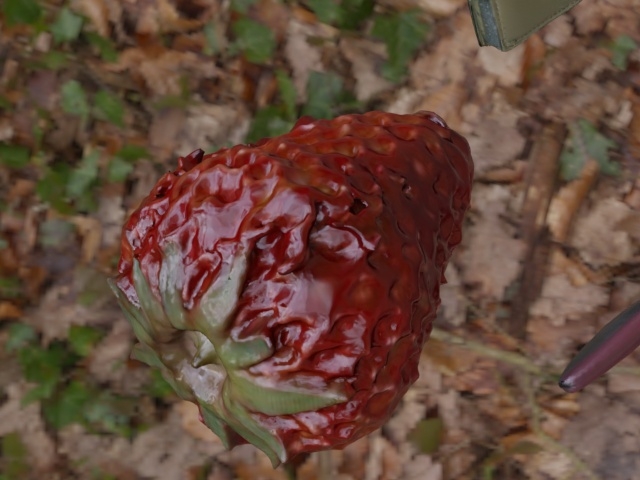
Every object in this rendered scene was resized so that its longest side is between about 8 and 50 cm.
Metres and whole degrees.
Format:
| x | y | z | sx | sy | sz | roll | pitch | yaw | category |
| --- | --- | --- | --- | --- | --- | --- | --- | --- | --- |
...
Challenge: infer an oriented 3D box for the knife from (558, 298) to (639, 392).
| x | y | z | sx | sy | sz | roll | pitch | yaw | category |
| --- | --- | --- | --- | --- | --- | --- | --- | --- | --- |
| 0.229 | 0.021 | 0.998 | 0.035 | 0.247 | 0.018 | -3 | 120 | 56 | knife |

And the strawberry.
| x | y | z | sx | sy | sz | roll | pitch | yaw | category |
| --- | --- | --- | --- | --- | --- | --- | --- | --- | --- |
| 0.000 | 0.000 | 0.955 | 0.205 | 0.244 | 0.205 | 30 | 145 | 23 | strawberry |

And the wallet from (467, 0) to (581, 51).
| x | y | z | sx | sy | sz | roll | pitch | yaw | category |
| --- | --- | --- | --- | --- | --- | --- | --- | --- | --- |
| 0.151 | -0.235 | 1.244 | 0.110 | 0.155 | 0.039 | -36 | 39 | -23 | wallet |
